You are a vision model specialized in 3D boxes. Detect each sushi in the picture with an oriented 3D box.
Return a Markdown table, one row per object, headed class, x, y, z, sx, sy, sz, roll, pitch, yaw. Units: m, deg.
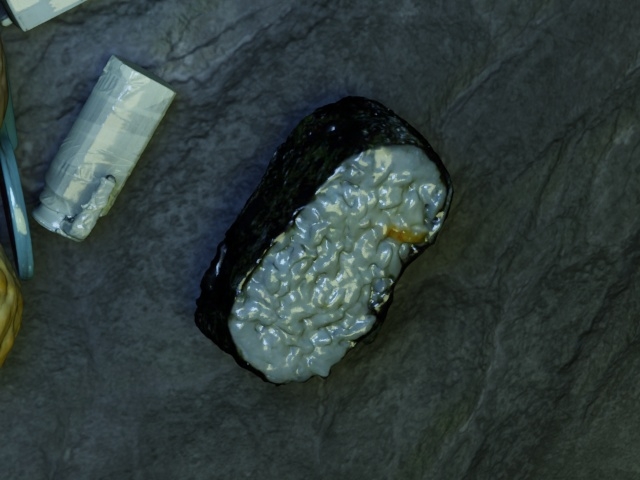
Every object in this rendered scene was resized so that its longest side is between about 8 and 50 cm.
| class | x | y | z | sx | sy | sz | roll | pitch | yaw |
| --- | --- | --- | --- | --- | --- | --- | --- | --- | --- |
| sushi | 0.000 | 0.000 | 1.333 | 0.211 | 0.171 | 0.350 | 27 | 99 | -32 |

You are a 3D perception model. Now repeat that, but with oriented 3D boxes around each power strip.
| class | x | y | z | sx | sy | sz | roll | pitch | yaw |
| --- | --- | --- | --- | --- | --- | --- | --- | --- | --- |
| power strip | -0.249 | -0.270 | 1.134 | 0.175 | 0.075 | 0.042 | -31 | 124 | -12 |

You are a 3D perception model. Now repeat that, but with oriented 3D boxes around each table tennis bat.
| class | x | y | z | sx | sy | sz | roll | pitch | yaw |
| --- | --- | --- | --- | --- | --- | --- | --- | --- | --- |
| table tennis bat | -0.325 | -0.079 | 1.159 | 0.040 | 0.153 | 0.244 | -11 | 97 | -18 |

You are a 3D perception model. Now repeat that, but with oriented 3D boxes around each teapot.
| class | x | y | z | sx | sy | sz | roll | pitch | yaw |
| --- | --- | --- | --- | --- | --- | --- | --- | --- | --- |
| teapot | -0.232 | -0.090 | 1.210 | 0.077 | 0.107 | 0.200 | 25 | 102 | -36 |

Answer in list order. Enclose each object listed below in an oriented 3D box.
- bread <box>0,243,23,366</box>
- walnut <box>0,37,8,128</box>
| class | x | y | z | sx | sy | sz | roll | pitch | yaw |
| --- | --- | --- | --- | --- | --- | --- | --- | --- | --- |
| bread | -0.413 | 0.075 | 1.148 | 0.244 | 0.134 | 0.244 | -18 | 123 | -30 |
| walnut | -0.430 | -0.168 | 0.983 | 0.296 | 0.285 | 0.285 | 2 | 115 | -3 |
